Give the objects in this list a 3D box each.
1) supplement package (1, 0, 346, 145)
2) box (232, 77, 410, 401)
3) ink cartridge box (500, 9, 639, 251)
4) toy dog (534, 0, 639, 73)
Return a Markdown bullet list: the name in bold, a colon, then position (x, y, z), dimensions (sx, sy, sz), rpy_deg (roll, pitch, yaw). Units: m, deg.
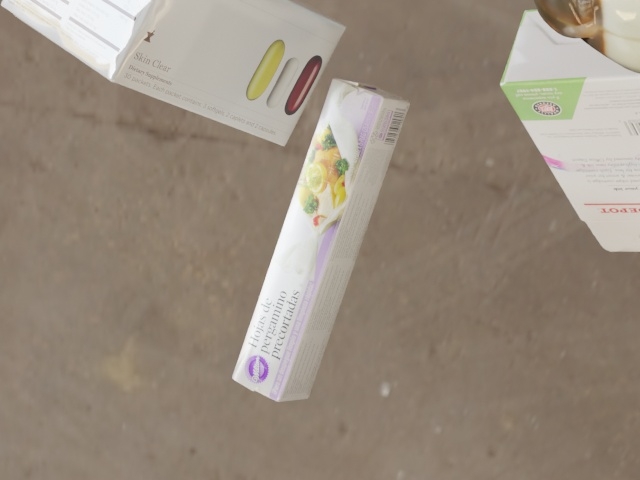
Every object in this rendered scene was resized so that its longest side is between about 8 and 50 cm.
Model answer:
- **supplement package**: position (-0.145, -0.227, 1.797), dimensions (0.204, 0.145, 0.262), rpy_deg (34, 11, 39)
- **box**: position (0.000, 0.000, 1.758), dimensions (0.063, 0.324, 0.067), rpy_deg (24, 12, 29)
- **ink cartridge box**: position (0.381, -0.127, 2.110), dimensions (0.207, 0.353, 0.119), rpy_deg (0, 56, 31)
- **toy dog**: position (0.389, -0.253, 1.682), dimensions (0.395, 0.408, 0.284), rpy_deg (48, 68, -29)
